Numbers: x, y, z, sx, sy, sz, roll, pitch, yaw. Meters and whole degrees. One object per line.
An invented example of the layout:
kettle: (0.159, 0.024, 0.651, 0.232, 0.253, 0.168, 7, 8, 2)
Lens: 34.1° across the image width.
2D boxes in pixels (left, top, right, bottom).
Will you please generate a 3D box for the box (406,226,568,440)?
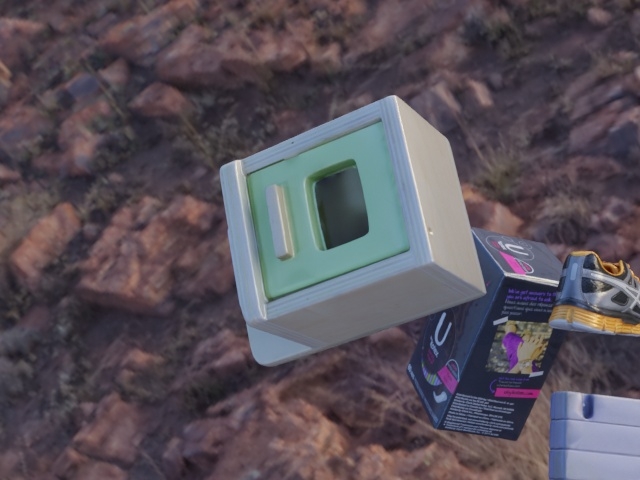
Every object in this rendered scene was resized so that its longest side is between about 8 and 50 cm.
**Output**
box: (0.255, 0.140, 1.567, 0.165, 0.143, 0.270, -117, 43, -61)

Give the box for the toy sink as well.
toy sink: (0.000, 0.000, 0.905, 0.234, 0.131, 0.152, -20, 66, 24)

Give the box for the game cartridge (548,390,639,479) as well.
game cartridge: (0.457, 0.324, 1.327, 0.068, 0.355, 0.230, 147, 131, -74)

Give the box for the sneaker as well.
sneaker: (0.317, 0.061, 1.128, 0.084, 0.215, 0.083, 2, 85, 35)
